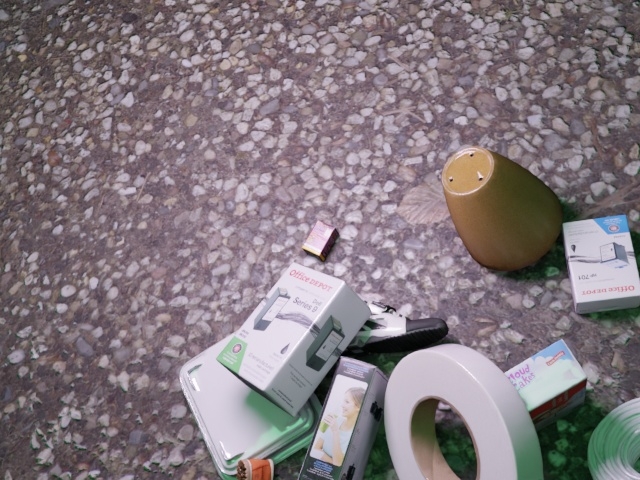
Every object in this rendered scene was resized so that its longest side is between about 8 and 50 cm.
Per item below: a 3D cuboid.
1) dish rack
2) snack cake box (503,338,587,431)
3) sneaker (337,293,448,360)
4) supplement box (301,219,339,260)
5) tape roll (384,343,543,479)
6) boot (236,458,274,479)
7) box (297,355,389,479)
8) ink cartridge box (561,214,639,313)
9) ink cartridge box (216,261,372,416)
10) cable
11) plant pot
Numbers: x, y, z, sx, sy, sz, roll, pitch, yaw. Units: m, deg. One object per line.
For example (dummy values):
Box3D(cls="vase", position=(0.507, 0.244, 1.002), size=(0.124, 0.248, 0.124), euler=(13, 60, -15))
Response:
Box3D(cls="dish rack", position=(-0.175, 0.364, 1.819), size=(0.285, 0.072, 0.333), euler=(-32, 62, 2))
Box3D(cls="snack cake box", position=(0.439, 0.303, 1.550), size=(0.152, 0.264, 0.089), euler=(-30, 63, 2))
Box3D(cls="sneaker", position=(0.123, 0.182, 1.774), size=(0.330, 0.122, 0.146), euler=(-9, 63, 16))
Box3D(cls="supplement box", position=(0.000, 0.000, 1.933), size=(0.055, 0.043, 0.083), euler=(25, 78, 25))
Box3D(cls="tape roll", position=(0.265, 0.397, 1.520), size=(0.072, 0.392, 0.392), euler=(-8, 58, -31))
Box3D(cls="boot", position=(-0.141, 0.559, 1.727), size=(0.059, 0.085, 0.158), euler=(17, 104, 55))
Box3D(cls="box", position=(0.057, 0.413, 1.675), size=(0.087, 0.169, 0.290), euler=(14, 74, 24))
Box3D(cls="ink cartridge box", position=(0.615, 0.052, 1.707), size=(0.140, 0.082, 0.190), euler=(-9, 64, 13))
Box3D(cls="ink cartridge box", position=(-0.059, 0.207, 1.709), size=(0.289, 0.121, 0.211), euler=(-52, 35, -15))
Box3D(cls="cable", position=(0.647, 0.419, 1.484), size=(0.257, 0.089, 0.257), euler=(-44, 34, -22))
Box3D(cls="plant pot", position=(0.374, -0.089, 1.708), size=(0.237, 0.254, 0.237), euler=(-18, 55, 28))
